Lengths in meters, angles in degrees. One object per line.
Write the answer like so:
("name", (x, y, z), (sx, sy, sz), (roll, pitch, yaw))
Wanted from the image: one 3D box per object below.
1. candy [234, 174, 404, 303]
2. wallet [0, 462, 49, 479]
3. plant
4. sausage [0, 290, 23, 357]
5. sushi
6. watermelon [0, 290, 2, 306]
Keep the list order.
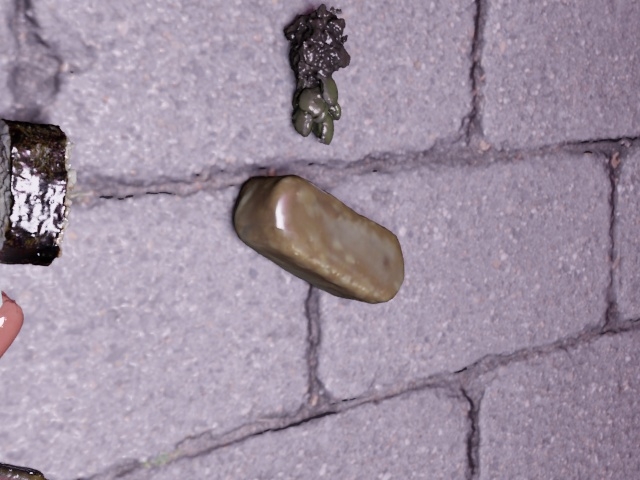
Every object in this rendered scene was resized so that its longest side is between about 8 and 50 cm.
("candy", (0.000, 0.000, 1.047), (0.234, 0.104, 0.102), (29, 75, -33))
("wallet", (-0.395, 0.278, 0.861), (0.198, 0.031, 0.110), (25, 82, -33))
("plant", (-0.005, -0.208, 1.033), (0.085, 0.087, 0.174), (2, 100, 1))
("sausage", (-0.367, 0.121, 0.841), (0.062, 0.062, 0.154), (43, 72, -30))
("sushi", (-0.301, -0.048, 0.848), (0.078, 0.090, 0.150), (3, 92, -38))
("watermelon", (-0.396, 0.050, 0.756), (0.290, 0.319, 0.214), (-76, 157, -50))
